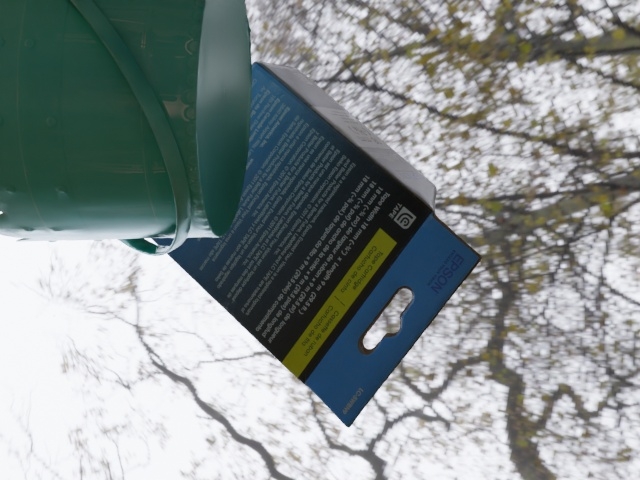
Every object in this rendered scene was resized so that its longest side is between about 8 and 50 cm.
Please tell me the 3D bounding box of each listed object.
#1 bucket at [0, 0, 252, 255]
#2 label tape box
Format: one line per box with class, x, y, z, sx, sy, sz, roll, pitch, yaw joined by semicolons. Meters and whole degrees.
bucket;-0.167;-0.123;0.983;0.183;0.281;0.281;2;-94;7
label tape box;0.000;0.000;1.279;0.333;0.106;0.241;42;-71;19
